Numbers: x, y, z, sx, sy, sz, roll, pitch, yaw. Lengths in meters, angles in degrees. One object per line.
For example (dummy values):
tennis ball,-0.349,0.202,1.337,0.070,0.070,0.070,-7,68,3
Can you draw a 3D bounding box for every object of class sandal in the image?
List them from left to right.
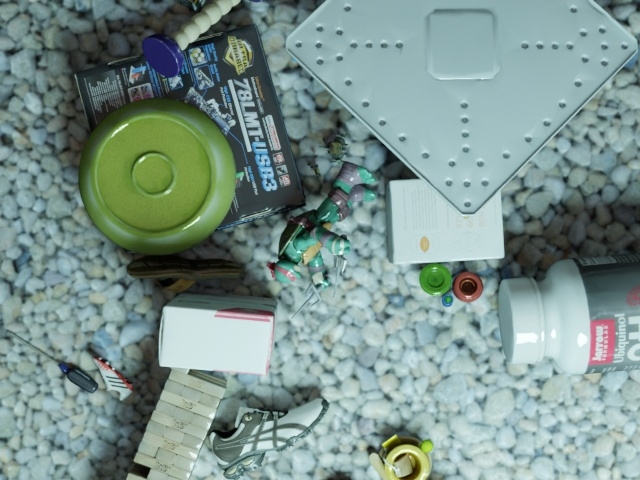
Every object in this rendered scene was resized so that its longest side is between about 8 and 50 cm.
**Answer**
sandal,-0.213,0.056,1.702,0.180,0.072,0.049,3,108,-5

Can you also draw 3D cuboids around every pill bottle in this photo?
pill bottle,0.437,0.110,1.647,0.318,0.176,0.176,-5,89,-1

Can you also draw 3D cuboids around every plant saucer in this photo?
plant saucer,-0.248,-0.098,1.643,0.241,0.037,0.241,0,90,0

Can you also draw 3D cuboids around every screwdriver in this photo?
screwdriver,-0.420,0.186,1.718,0.170,0.024,0.025,36,59,7

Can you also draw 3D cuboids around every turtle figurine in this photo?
turtle figurine,0.000,0.000,1.651,0.118,0.175,0.234,33,76,-4

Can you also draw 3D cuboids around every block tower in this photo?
block tower,-0.241,0.347,1.679,0.097,0.091,0.335,21,89,-1

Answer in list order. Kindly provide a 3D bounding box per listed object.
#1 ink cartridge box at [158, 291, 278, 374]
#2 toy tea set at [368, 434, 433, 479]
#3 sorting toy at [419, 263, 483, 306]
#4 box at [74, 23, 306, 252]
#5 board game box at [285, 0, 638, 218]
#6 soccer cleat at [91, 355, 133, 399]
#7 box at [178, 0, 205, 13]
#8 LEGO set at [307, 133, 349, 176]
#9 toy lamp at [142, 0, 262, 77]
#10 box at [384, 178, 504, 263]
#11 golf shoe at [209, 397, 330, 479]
ink cartridge box,-0.146,0.133,1.619,0.158,0.218,0.092,5,94,0
toy tea set,0.074,0.458,1.662,0.336,0.124,0.200,-37,90,-1
sorting toy,0.203,0.075,1.716,0.102,0.042,0.061,13,78,5
box,-0.199,-0.156,1.697,0.293,0.073,0.295,-16,89,-2
board game box,0.213,-0.290,1.665,0.390,0.050,0.390,44,80,9
soccer cleat,-0.330,0.215,1.711,0.083,0.029,0.035,41,85,-4
box,-0.257,-0.552,1.702,0.322,0.079,0.257,34,87,0
LEGO set,0.017,-0.138,1.727,0.083,0.023,0.054,-27,87,12
toy lamp,-0.154,-0.354,1.651,0.080,0.080,0.275,41,58,0
box,0.189,-0.032,1.689,0.170,0.091,0.130,-3,89,-1
golf shoe,-0.081,0.286,1.689,0.198,0.077,0.094,-32,89,-2
